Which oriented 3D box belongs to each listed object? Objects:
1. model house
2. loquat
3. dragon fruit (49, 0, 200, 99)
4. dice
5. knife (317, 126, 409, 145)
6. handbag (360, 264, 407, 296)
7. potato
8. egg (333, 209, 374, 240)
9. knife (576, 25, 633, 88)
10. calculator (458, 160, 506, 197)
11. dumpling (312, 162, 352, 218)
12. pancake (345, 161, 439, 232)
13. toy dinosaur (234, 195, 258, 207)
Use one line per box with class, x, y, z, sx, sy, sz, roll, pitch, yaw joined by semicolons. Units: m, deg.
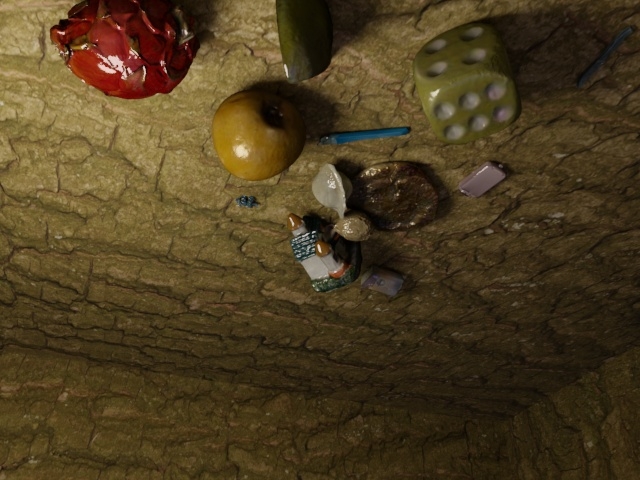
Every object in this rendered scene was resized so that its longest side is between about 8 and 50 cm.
model house;0.000;0.000;2.040;0.190;0.271;0.300;-21;126;25
loquat;-0.187;-0.299;1.634;0.275;0.274;0.274;0;142;0
dragon fruit;-0.472;-0.487;1.392;0.343;0.277;0.277;-12;140;11
dice;0.395;-0.421;1.506;0.239;0.233;0.226;-19;137;21
knife;0.135;-0.334;1.783;0.297;0.026;0.044;-6;144;2
handbag;0.270;0.175;2.373;0.173;0.095;0.117;18;142;-17
potato;-0.028;-0.487;1.401;0.112;0.255;0.269;-10;141;14
egg;0.123;-0.051;1.997;0.140;0.116;0.118;17;118;-17
knife;0.792;-0.511;1.570;0.028;0.015;0.210;10;141;-22
calculator;0.562;-0.210;1.934;0.100;0.032;0.175;24;135;-28
dumpling;0.049;-0.162;1.891;0.126;0.166;0.215;-12;148;-33
pancake;0.249;-0.148;1.989;0.357;0.065;0.356;0;140;0
toy dinosaur;-0.268;-0.136;2.022;0.084;0.030;0.047;4;142;-4
